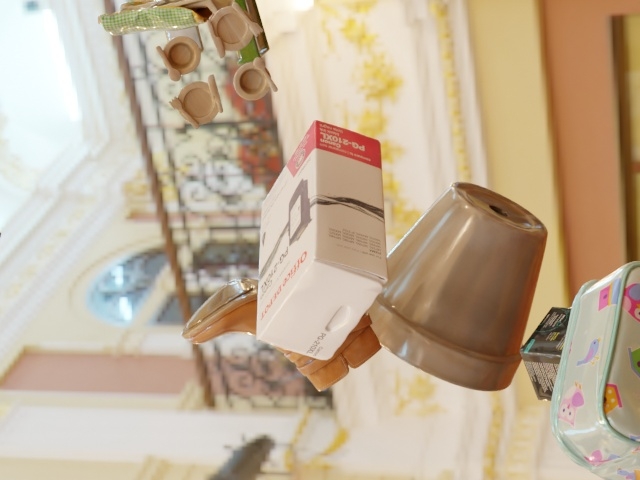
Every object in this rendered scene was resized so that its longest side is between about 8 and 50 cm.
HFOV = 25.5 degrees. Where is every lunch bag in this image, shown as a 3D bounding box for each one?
[{"bbox_3d":[0.372,0.156,1.414,0.279,0.108,0.224,27,-123,-18],"label":"lunch bag"}]

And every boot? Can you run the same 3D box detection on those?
[{"bbox_3d":[-0.059,0.149,2.266,0.220,0.283,0.109,60,176,-19],"label":"boot"}]

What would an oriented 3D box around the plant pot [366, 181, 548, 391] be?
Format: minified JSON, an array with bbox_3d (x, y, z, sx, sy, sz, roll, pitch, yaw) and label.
[{"bbox_3d":[0.255,0.063,2.476,0.280,0.323,0.323,-63,-11,18],"label":"plant pot"}]

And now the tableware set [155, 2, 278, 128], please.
[{"bbox_3d":[-0.150,-0.249,2.026,0.141,0.168,0.020,64,177,-19],"label":"tableware set"}]

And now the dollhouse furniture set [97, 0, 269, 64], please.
[{"bbox_3d":[-0.223,-0.343,2.356,0.301,0.197,0.151,-63,-40,-70],"label":"dollhouse furniture set"}]

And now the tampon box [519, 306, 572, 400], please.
[{"bbox_3d":[0.420,0.183,2.217,0.120,0.161,0.101,-46,-57,-37],"label":"tampon box"}]

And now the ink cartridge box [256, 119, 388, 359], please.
[{"bbox_3d":[0.000,0.000,1.736,0.237,0.100,0.172,-90,25,-43],"label":"ink cartridge box"}]
